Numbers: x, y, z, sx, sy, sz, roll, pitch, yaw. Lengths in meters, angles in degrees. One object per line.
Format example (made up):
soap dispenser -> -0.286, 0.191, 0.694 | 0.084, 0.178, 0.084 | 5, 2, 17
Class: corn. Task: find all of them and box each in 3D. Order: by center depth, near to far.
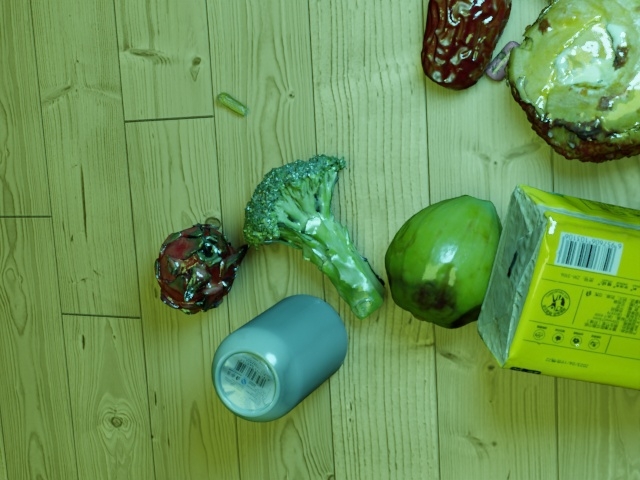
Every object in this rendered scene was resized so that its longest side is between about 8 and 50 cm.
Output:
corn -> -0.198, -0.305, 1.906 | 0.083, 0.028, 0.027 | 34, 132, 15

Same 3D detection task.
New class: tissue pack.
tissue pack -> 0.501, 0.090, 1.483 | 0.382, 0.228, 0.293 | 10, 105, -6

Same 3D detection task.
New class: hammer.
hammer -> 0.355, -0.344, 1.644 | 0.043, 0.043, 0.083 | 46, 112, 11

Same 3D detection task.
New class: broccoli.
broccoli -> -0.019, 0.012, 1.804 | 0.252, 0.221, 0.361 | -20, 91, -10

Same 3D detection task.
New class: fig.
fig -> 0.253, 0.033, 1.663 | 0.239, 0.239, 0.271 | 30, 80, 17

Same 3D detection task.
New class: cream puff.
cream puff -> 0.511, -0.286, 1.480 | 0.350, 0.229, 0.350 | -10, 72, 35

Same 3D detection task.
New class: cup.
cup -> -0.089, 0.247, 1.794 | 0.206, 0.312, 0.205 | 4, 102, 21

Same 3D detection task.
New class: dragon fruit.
dragon fruit -> -0.268, 0.056, 1.892 | 0.193, 0.192, 0.274 | 52, 143, 19

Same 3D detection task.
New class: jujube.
jujube -> 0.270, -0.404, 1.618 | 0.155, 0.155, 0.230 | 25, 118, 19
